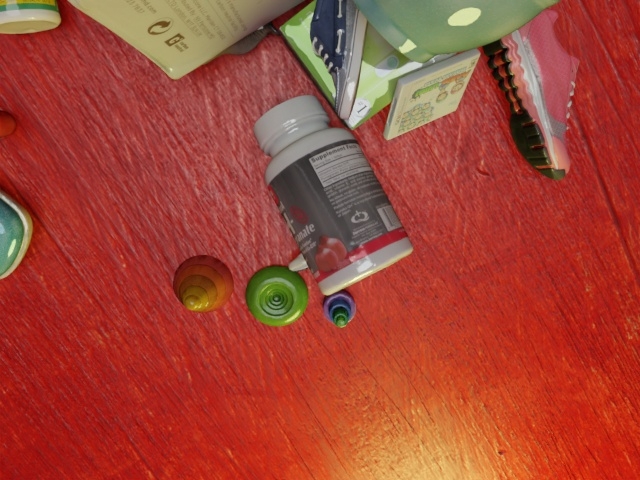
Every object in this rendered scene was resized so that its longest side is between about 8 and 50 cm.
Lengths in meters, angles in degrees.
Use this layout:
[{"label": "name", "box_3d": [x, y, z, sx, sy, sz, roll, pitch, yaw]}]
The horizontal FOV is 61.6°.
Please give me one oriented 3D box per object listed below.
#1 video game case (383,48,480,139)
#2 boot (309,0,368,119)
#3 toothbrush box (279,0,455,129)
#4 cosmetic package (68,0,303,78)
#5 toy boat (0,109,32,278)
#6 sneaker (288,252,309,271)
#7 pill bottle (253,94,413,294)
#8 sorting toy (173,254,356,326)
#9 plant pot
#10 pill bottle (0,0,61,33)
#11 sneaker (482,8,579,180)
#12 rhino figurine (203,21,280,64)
[{"label": "video game case", "box_3d": [0.187, -0.248, 0.921, 0.157, 0.143, 0.019, -26, 68, -16]}, {"label": "boot", "box_3d": [0.023, -0.289, 0.840, 0.086, 0.069, 0.189, 9, 95, 4]}, {"label": "toothbrush box", "box_3d": [0.103, -0.356, 0.918, 0.283, 0.122, 0.206, -35, 102, 5]}, {"label": "cosmetic package", "box_3d": [-0.216, -0.506, 0.726, 0.328, 0.329, 0.393, -30, 87, 6]}, {"label": "toy boat", "box_3d": [-0.638, -0.090, 0.946, 0.268, 0.148, 0.318, 24, 102, -7]}, {"label": "sneaker", "box_3d": [0.000, 0.000, 1.040, 0.161, 0.057, 0.075, -29, 86, 7]}, {"label": "pill bottle", "box_3d": [0.012, -0.081, 0.927, 0.176, 0.176, 0.318, -28, 83, 5]}, {"label": "sorting toy", "box_3d": [-0.111, 0.120, 1.023, 0.366, 0.126, 0.126, 9, 103, -3]}, {"label": "plant pot", "box_3d": [0.158, -0.372, 0.731, 0.293, 0.293, 0.196, 43, 125, -10]}, {"label": "pill bottle", "box_3d": [-0.512, -0.458, 0.878, 0.118, 0.117, 0.208, -9, 104, 1]}, {"label": "sneaker", "box_3d": [0.406, -0.261, 0.951, 0.136, 0.116, 0.313, -23, 103, 3]}, {"label": "rhino figurine", "box_3d": [-0.162, -0.372, 0.929, 0.244, 0.073, 0.106, -14, 97, 4]}]
